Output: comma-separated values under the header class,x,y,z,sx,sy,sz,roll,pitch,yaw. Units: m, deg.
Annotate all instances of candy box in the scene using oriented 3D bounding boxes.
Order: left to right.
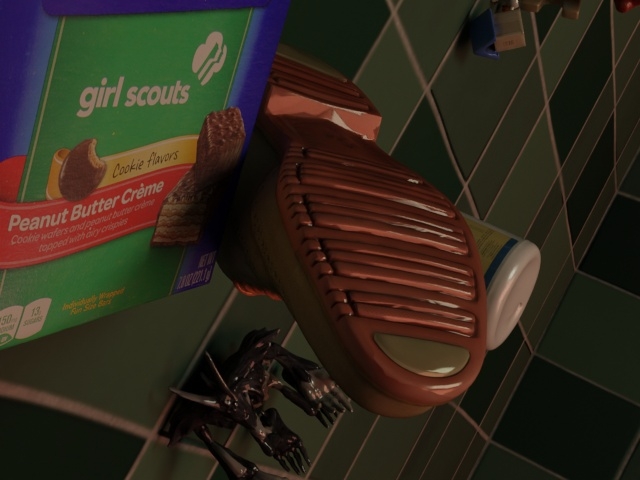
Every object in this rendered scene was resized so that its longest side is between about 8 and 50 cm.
class,x,y,z,sx,sy,sz,roll,pitch,yaw
candy box,-0.138,-0.112,0.565,0.268,0.122,0.317,-18,129,-60

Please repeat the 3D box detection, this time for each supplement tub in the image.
class,x,y,z,sx,sy,sz,roll,pitch,yaw
supplement tub,0.155,0.033,1.222,0.144,0.200,0.144,-45,150,-36

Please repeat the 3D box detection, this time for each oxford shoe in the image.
class,x,y,z,sx,sy,sz,roll,pitch,yaw
oxford shoe,0.000,0.000,0.704,0.140,0.397,0.146,16,119,-24

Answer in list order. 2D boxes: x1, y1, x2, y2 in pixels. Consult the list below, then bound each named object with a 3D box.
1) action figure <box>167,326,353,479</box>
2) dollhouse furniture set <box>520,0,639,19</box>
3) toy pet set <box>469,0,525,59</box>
class,x,y,z,sx,sy,sz,roll,pitch,yaw
action figure,-0.050,0.182,1.027,0.164,0.141,0.276,-52,158,1
dollhouse furniture set,0.363,-0.443,1.144,0.152,0.201,0.374,-59,155,-34
toy pet set,0.218,-0.288,1.239,0.122,0.065,0.114,45,37,-68
